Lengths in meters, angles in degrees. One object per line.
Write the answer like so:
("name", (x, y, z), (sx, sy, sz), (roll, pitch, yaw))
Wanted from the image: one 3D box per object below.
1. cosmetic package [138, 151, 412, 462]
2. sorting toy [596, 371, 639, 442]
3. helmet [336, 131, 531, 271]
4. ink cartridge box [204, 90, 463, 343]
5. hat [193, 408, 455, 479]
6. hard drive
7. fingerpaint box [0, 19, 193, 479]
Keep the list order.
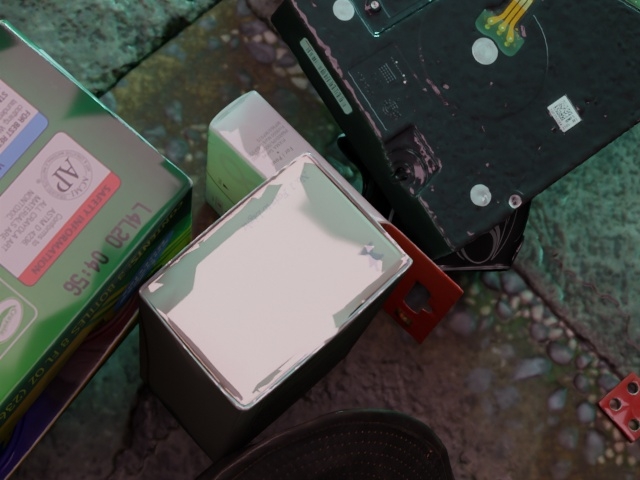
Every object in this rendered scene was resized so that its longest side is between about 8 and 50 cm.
("cosmetic package", (-0.047, 0.066, 1.025), (0.160, 0.309, 0.113), (-40, 82, -17))
("sorting toy", (0.370, 0.195, 1.171), (0.132, 0.046, 0.274), (-36, 79, -16))
("helmet", (0.099, -0.053, 1.160), (0.169, 0.169, 0.162), (0, 88, -7))
("ink cartridge box", (0.000, 0.000, 1.116), (0.066, 0.189, 0.232), (-39, 81, -16))
("hat", (-0.049, 0.252, 1.042), (0.331, 0.331, 0.134), (-39, 42, -16))
("hard drive", (0.159, -0.169, 1.084), (0.339, 0.064, 0.237), (-35, 92, -20))
("fingerpaint box", (-0.282, 0.110, 0.919), (0.163, 0.371, 0.445), (40, 80, 0))
